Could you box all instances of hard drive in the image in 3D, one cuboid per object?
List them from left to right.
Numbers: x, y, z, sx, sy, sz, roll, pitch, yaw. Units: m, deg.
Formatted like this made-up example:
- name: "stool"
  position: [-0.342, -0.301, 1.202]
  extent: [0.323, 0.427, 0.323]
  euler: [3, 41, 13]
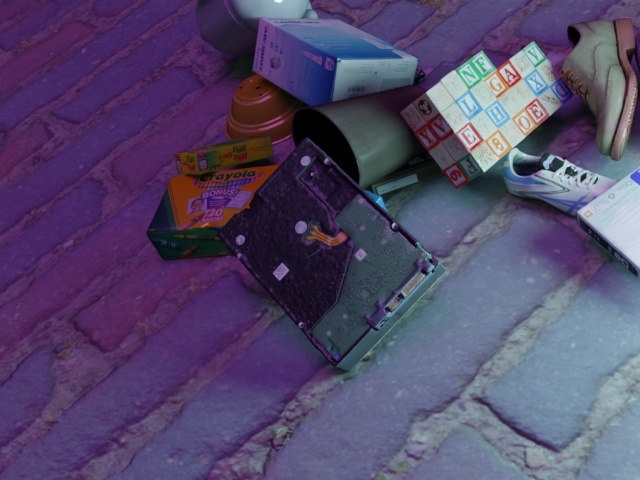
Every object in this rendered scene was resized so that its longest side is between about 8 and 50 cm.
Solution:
- name: "hard drive"
  position: [0.011, 0.018, 1.483]
  extent: [0.237, 0.064, 0.339]
  euler: [-48, 60, 5]
- name: "hard drive"
  position: [0.254, -0.323, 1.880]
  extent: [0.094, 0.022, 0.135]
  euler: [25, 59, 40]

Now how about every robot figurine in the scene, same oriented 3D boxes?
- name: "robot figurine"
  position: [-0.155, -0.543, 2.045]
  extent: [0.353, 0.300, 0.200]
  euler: [-15, 64, 60]

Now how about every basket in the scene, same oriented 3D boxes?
- name: "basket"
  position: [0.098, -0.192, 1.633]
  extent: [0.227, 0.154, 0.204]
  euler: [-23, 48, -28]

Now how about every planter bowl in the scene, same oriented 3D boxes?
- name: "planter bowl"
  position: [-0.126, -0.308, 1.983]
  extent: [0.217, 0.090, 0.217]
  euler: [-13, 43, 12]

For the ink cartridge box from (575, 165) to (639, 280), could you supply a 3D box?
- name: "ink cartridge box"
  position: [0.542, -0.032, 1.383]
  extent: [0.206, 0.045, 0.208]
  euler: [-35, 49, -3]

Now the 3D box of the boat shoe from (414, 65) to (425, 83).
- name: "boat shoe"
  position: [0.192, -0.374, 1.933]
  extent: [0.038, 0.046, 0.125]
  euler: [-29, 30, 5]

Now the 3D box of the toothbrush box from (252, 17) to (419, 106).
- name: "toothbrush box"
  position: [0.026, -0.370, 1.884]
  extent: [0.216, 0.126, 0.295]
  euler: [-10, 33, -36]

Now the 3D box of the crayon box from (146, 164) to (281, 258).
- name: "crayon box"
  position: [-0.180, -0.056, 1.750]
  extent: [0.278, 0.081, 0.165]
  euler: [-5, 44, 20]

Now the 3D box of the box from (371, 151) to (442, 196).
- name: "box"
  position: [0.145, -0.185, 1.777]
  extent: [0.136, 0.036, 0.225]
  euler: [-20, 40, 4]

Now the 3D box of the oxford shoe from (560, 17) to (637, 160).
- name: "oxford shoe"
  position: [0.499, -0.275, 1.626]
  extent: [0.130, 0.123, 0.348]
  euler: [5, 47, 10]

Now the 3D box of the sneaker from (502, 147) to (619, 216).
- name: "sneaker"
  position: [0.417, -0.101, 1.529]
  extent: [0.237, 0.086, 0.085]
  euler: [18, 54, 35]

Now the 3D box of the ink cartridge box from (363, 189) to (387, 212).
- name: "ink cartridge box"
  position: [0.000, 0.000, 1.614]
  extent: [0.134, 0.078, 0.231]
  euler: [25, 61, 41]

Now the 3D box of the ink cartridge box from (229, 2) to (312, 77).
- name: "ink cartridge box"
  position: [-0.126, -0.500, 2.213]
  extent: [0.171, 0.056, 0.235]
  euler: [-2, 44, 22]

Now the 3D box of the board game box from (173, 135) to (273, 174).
- name: "board game box"
  position: [-0.198, -0.176, 1.842]
  extent: [0.181, 0.043, 0.092]
  euler: [-19, 17, -34]

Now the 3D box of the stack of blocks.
- name: "stack of blocks"
  position: [0.306, -0.248, 1.621]
  extent: [0.297, 0.171, 0.087]
  euler: [-38, 2, -32]

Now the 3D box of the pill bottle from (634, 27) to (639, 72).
- name: "pill bottle"
  position: [0.646, -0.279, 1.563]
  extent: [0.152, 0.152, 0.272]
  euler: [-10, 44, 15]
